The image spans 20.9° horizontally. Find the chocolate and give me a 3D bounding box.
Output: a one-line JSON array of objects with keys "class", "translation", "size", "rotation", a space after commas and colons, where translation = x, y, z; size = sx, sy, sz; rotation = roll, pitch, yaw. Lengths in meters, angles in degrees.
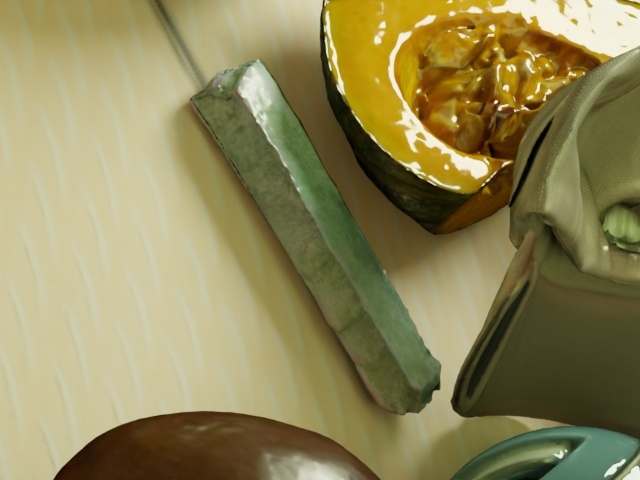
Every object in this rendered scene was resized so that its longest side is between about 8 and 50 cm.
[{"class": "chocolate", "translation": [-0.048, 0.152, 0.743], "size": [0.176, 0.176, 0.177], "rotation": [20, 58, -35]}]

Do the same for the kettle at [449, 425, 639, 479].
[{"class": "kettle", "translation": [0.182, 0.241, 0.871], "size": [0.342, 0.247, 0.319], "rotation": [55, 12, 3]}]

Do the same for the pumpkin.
[{"class": "pumpkin", "translation": [0.093, -0.107, 1.028], "size": [0.278, 0.111, 0.163], "rotation": [-29, 76, -34]}]

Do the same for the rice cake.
[{"class": "rice cake", "translation": [0.000, 0.000, 0.930], "size": [0.211, 0.034, 0.043], "rotation": [60, 36, -2]}]

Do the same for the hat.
[{"class": "hat", "translation": [0.173, 0.007, 0.952], "size": [0.219, 0.226, 0.164], "rotation": [10, 57, -20]}]
